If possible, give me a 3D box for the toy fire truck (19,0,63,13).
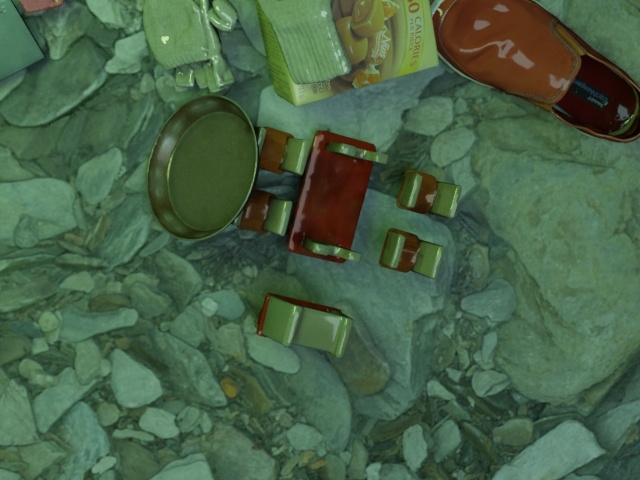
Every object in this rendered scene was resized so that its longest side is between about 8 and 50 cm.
[{"bbox_3d":[-0.257,-0.339,1.296,0.192,0.047,0.135,-28,114,-7],"label":"toy fire truck"}]

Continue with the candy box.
[{"bbox_3d":[0.012,-0.327,1.356,0.183,0.087,0.316,-18,112,-14],"label":"candy box"}]

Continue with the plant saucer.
[{"bbox_3d":[-0.128,-0.080,1.375,0.029,0.168,0.168,14,106,-51],"label":"plant saucer"}]

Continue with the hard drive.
[{"bbox_3d":[-0.377,-0.202,1.304,0.135,0.022,0.094,-29,138,-5],"label":"hard drive"}]

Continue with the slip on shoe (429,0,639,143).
[{"bbox_3d":[0.268,-0.212,1.469,0.331,0.101,0.123,27,101,-22],"label":"slip on shoe"}]

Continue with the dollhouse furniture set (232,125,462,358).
[{"bbox_3d":[0.000,0.000,1.469,0.262,0.135,0.259,15,92,-21],"label":"dollhouse furniture set"}]

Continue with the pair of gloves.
[{"bbox_3d":[-0.095,-0.257,1.308,0.240,0.042,0.204,0,116,26],"label":"pair of gloves"}]
